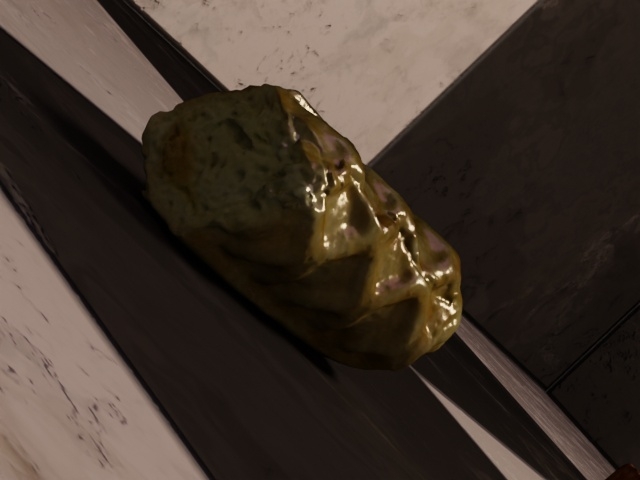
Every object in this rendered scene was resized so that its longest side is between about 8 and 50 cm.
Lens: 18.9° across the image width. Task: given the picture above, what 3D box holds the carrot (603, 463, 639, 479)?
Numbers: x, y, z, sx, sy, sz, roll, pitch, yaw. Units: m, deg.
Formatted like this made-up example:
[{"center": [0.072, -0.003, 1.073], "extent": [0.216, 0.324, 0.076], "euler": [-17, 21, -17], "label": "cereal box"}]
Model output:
[{"center": [0.328, 0.334, 1.658], "extent": [0.307, 0.100, 0.258], "euler": [47, 6, -15], "label": "carrot"}]

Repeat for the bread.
[{"center": [0.000, 0.000, 1.334], "extent": [0.152, 0.130, 0.267], "euler": [38, -3, 42], "label": "bread"}]
